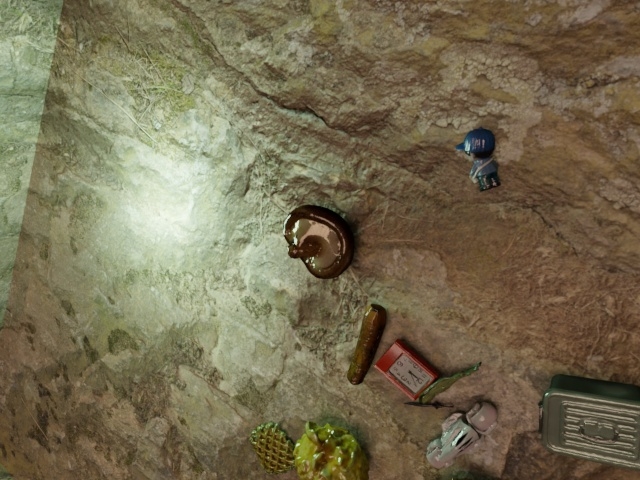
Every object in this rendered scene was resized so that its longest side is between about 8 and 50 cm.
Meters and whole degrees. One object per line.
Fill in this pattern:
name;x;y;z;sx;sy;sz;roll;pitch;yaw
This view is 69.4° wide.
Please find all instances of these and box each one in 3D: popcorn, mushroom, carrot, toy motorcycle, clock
popcorn;0.032;0.666;1.415;0.234;0.181;0.217;5;101;28
mushroom;0.003;-0.004;1.345;0.194;0.138;0.232;-28;97;16
carrot;0.134;0.309;1.362;0.070;0.070;0.261;24;110;22
toy motorcycle;0.377;0.535;1.249;0.112;0.112;0.254;43;115;15
clock;0.248;0.365;1.316;0.155;0.061;0.113;41;115;12

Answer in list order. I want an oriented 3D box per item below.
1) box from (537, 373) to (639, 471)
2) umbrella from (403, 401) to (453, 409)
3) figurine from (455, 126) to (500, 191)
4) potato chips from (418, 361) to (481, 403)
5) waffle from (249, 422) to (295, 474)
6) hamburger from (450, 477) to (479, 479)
box;0.639;0.407;1.071;0.243;0.135;0.164;0;101;27
umbrella;0.306;0.471;1.325;0.148;0.022;0.022;-8;69;29
figurine;0.391;-0.197;1.127;0.086;0.087;0.149;-18;91;-8
potato chips;0.344;0.390;1.253;0.207;0.091;0.028;-44;52;26
waffle;-0.164;0.729;1.617;0.169;0.036;0.184;-29;87;27
hamburger;0.415;0.780;1.236;0.294;0.179;0.276;26;113;18
